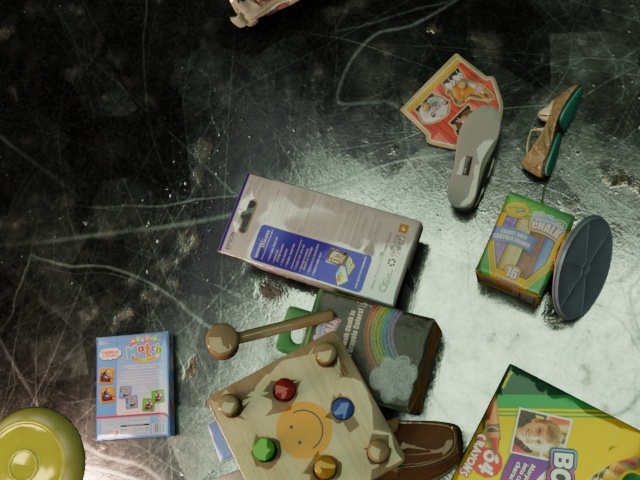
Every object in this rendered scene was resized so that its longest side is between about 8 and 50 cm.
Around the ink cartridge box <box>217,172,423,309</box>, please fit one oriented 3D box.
[{"bbox_3d":[0.000,0.000,1.706,0.370,0.069,0.176,17,79,13],"label":"ink cartridge box"}]

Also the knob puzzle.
[{"bbox_3d":[0.290,-0.271,1.794,0.213,0.030,0.213,-3,76,11],"label":"knob puzzle"}]

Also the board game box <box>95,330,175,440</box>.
[{"bbox_3d":[-0.381,0.299,1.790,0.160,0.039,0.212,-6,76,10],"label":"board game box"}]

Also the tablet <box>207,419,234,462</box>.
[{"bbox_3d":[-0.190,0.396,1.743,0.054,0.006,0.083,-25,72,5],"label":"tablet"}]

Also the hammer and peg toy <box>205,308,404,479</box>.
[{"bbox_3d":[-0.045,0.268,1.476,0.266,0.127,0.361,-27,74,-6],"label":"hammer and peg toy"}]

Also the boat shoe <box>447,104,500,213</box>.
[{"bbox_3d":[0.307,-0.161,1.743,0.077,0.070,0.219,18,85,24],"label":"boat shoe"}]

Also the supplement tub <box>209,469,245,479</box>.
[{"bbox_3d":[-0.111,0.585,1.558,0.241,0.241,0.331,-22,73,6],"label":"supplement tub"}]

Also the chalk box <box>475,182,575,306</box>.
[{"bbox_3d":[0.397,-0.002,1.652,0.132,0.132,0.213,24,84,17],"label":"chalk box"}]

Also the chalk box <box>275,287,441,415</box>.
[{"bbox_3d":[0.064,0.205,1.649,0.289,0.179,0.180,15,81,16],"label":"chalk box"}]

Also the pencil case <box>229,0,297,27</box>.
[{"bbox_3d":[-0.020,-0.600,1.872,0.410,0.160,0.184,-22,58,6],"label":"pencil case"}]

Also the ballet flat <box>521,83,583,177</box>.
[{"bbox_3d":[0.455,-0.226,1.730,0.067,0.073,0.206,20,77,30],"label":"ballet flat"}]

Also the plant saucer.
[{"bbox_3d":[-0.606,0.465,1.798,0.241,0.037,0.241,-3,76,11],"label":"plant saucer"}]

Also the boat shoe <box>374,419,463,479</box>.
[{"bbox_3d":[0.095,0.387,1.586,0.324,0.120,0.123,-15,58,23],"label":"boat shoe"}]

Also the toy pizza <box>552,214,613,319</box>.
[{"bbox_3d":[0.475,0.048,1.601,0.032,0.201,0.201,20,80,42],"label":"toy pizza"}]

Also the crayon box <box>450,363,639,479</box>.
[{"bbox_3d":[0.399,0.455,1.552,0.313,0.106,0.363,26,83,17],"label":"crayon box"}]
